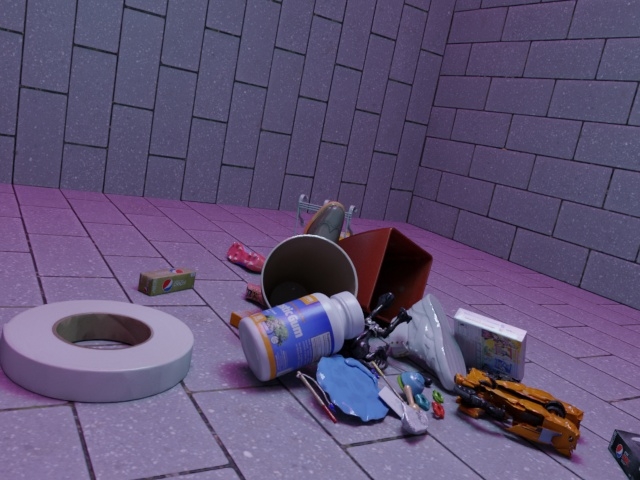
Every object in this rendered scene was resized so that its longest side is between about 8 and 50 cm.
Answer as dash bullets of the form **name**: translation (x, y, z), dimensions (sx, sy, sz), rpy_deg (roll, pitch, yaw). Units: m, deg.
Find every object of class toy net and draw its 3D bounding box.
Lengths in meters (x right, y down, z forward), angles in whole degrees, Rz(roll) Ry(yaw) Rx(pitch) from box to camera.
- **toy net**: translation (0.215, 0.373, 1.238), dimensions (0.122, 0.045, 0.232), rpy_deg (47, 21, 0)

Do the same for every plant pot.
- **plant pot**: translation (-0.059, 0.145, 1.569), dimensions (0.256, 0.256, 0.274), rpy_deg (9, -19, -12)
- **plant pot**: translation (0.167, 0.119, 1.804), dimensions (0.236, 0.267, 0.267), rpy_deg (6, -18, 42)

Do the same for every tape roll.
- **tape roll**: translation (-0.476, 0.226, 1.225), dimensions (0.392, 0.072, 0.392), rpy_deg (11, 11, -2)

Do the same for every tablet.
- **tablet**: translation (0.167, 0.362, 1.248), dimensions (0.083, 0.006, 0.054), rpy_deg (43, 21, 15)

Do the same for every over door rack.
- **over door rack**: translation (0.000, 0.000, 2.208), dimensions (0.239, 0.324, 0.108), rpy_deg (14, 2, 22)

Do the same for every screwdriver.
- **screwdriver**: translation (0.220, 0.344, 1.470), dimensions (0.024, 0.025, 0.170), rpy_deg (-1, 7, -43)

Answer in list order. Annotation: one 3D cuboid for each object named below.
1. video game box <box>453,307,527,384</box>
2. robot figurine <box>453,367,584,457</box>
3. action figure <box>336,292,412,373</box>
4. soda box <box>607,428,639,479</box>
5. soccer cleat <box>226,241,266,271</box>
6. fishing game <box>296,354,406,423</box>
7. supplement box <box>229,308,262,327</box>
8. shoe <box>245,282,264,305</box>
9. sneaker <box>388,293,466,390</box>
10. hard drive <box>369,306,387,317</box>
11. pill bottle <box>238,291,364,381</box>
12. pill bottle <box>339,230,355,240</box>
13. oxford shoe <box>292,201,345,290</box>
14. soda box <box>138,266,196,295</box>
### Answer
- **video game box**: translation (0.458, 0.289, 1.522), dimensions (0.187, 0.205, 0.048), rpy_deg (21, 53, 33)
- **robot figurine**: translation (0.445, 0.384, 1.298), dimensions (0.291, 0.085, 0.211), rpy_deg (17, 12, 26)
- **action figure**: translation (0.118, 0.263, 1.457), dimensions (0.164, 0.141, 0.276), rpy_deg (35, 54, 26)
- **soda box**: translation (0.673, 0.467, 1.185), dimensions (0.060, 0.053, 0.169), rpy_deg (12, 12, 6)
- **soccer cleat**: translation (-0.285, 0.072, 2.203), dimensions (0.095, 0.083, 0.248), rpy_deg (39, -13, -35)
- **fishing game**: translation (0.065, 0.327, 1.239), dimensions (0.264, 0.041, 0.189), rpy_deg (3, 36, -50)
- **supplement box**: translation (-0.198, 0.224, 1.588), dimensions (0.098, 0.036, 0.062), rpy_deg (-1, 16, -46)
- **shoe**: translation (-0.195, 0.176, 1.780), dimensions (0.081, 0.063, 0.178), rpy_deg (7, 6, -11)
- **sneaker**: translation (0.281, 0.303, 1.524), dimensions (0.108, 0.169, 0.292), rpy_deg (37, 29, -35)
- **hard drive**: translation (0.217, 0.239, 1.952), dimensions (0.094, 0.022, 0.135), rpy_deg (17, 13, 28)
- **pill bottle**: translation (-0.040, 0.211, 1.313), dimensions (0.272, 0.152, 0.152), rpy_deg (-18, 23, -24)
- **pill bottle**: translation (0.162, 0.078, 2.277), dimensions (0.334, 0.188, 0.188), rpy_deg (16, 12, 24)
- **oxford shoe**: translation (0.000, 0.049, 1.850), dimensions (0.130, 0.363, 0.133), rpy_deg (19, 10, -26)
- **soda box**: translation (-0.477, 0.126, 1.753), dimensions (0.061, 0.058, 0.181), rpy_deg (18, 12, 30)
